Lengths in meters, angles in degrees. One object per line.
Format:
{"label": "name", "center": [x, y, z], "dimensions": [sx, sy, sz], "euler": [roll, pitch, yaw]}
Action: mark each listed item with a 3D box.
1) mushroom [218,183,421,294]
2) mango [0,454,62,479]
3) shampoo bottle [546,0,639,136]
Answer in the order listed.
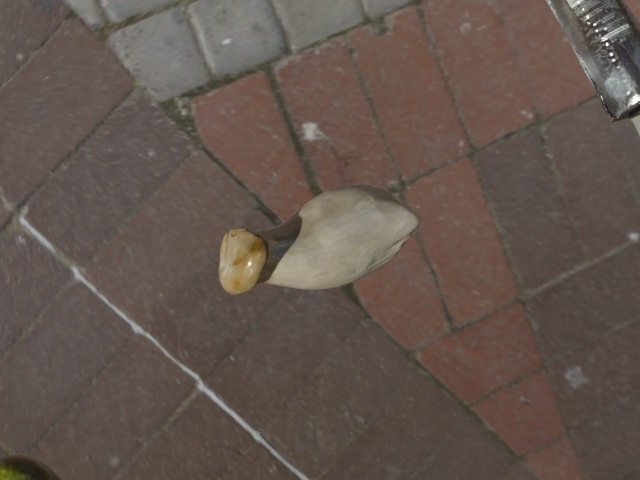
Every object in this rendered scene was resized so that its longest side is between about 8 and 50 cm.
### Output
{"label": "mushroom", "center": [0.000, -0.002, 1.021], "dimensions": [0.212, 0.097, 0.088], "euler": [-17, 133, -21]}
{"label": "mango", "center": [-0.315, 0.323, 1.148], "dimensions": [0.120, 0.151, 0.221], "euler": [-49, 130, -46]}
{"label": "shampoo bottle", "center": [0.262, -0.152, 0.921], "dimensions": [0.063, 0.057, 0.208], "euler": [-17, 76, -54]}
